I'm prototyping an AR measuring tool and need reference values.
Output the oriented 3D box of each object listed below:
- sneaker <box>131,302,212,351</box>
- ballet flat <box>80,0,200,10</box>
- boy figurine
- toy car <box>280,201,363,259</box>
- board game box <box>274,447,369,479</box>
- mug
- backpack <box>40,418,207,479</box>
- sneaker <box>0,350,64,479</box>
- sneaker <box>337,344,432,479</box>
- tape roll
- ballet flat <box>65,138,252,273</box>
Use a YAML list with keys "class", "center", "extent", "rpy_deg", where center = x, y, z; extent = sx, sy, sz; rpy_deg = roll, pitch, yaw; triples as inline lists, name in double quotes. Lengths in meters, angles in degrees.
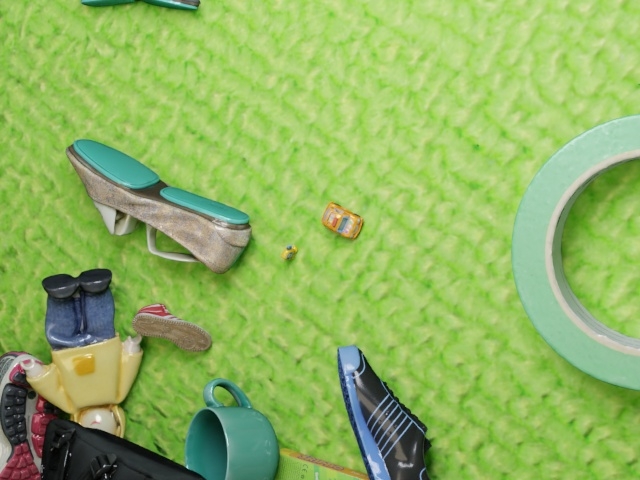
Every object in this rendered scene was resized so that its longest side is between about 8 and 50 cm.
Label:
- class: "sneaker"
  center: [-0.215, 0.125, 1.413]
  extent: [0.118, 0.067, 0.042]
  rpy_deg: [19, 99, -10]
- class: "ballet flat"
  center: [-0.262, -0.370, 1.384]
  extent: [0.203, 0.074, 0.074]
  rpy_deg: [8, 96, 24]
- class: "boy figurine"
  center: [-0.347, 0.188, 1.412]
  extent: [0.177, 0.092, 0.285]
  rpy_deg: [-6, 104, -17]
- class: "toy car"
  center: [0.000, 0.000, 1.310]
  extent: [0.060, 0.040, 0.122]
  rpy_deg: [47, 108, 14]
- class: "board game box"
  center: [0.049, 0.379, 1.315]
  extent: [0.259, 0.039, 0.124]
  rpy_deg: [13, 98, 24]
- class: "mug"
  center: [-0.113, 0.282, 1.330]
  extent: [0.129, 0.097, 0.158]
  rpy_deg: [25, 105, 55]
- class: "backpack"
  center: [-0.281, 0.456, 1.288]
  extent: [0.290, 0.273, 0.356]
  rpy_deg: [9, 74, 45]
- class: "sneaker"
  center: [-0.462, 0.318, 1.495]
  extent: [0.112, 0.120, 0.299]
  rpy_deg: [19, 103, 50]
- class: "sneaker"
  center: [0.090, 0.242, 1.274]
  extent: [0.090, 0.081, 0.232]
  rpy_deg: [-16, 75, -8]
- class: "tape roll"
  center: [0.389, 0.013, 1.130]
  extent: [0.321, 0.077, 0.321]
  rpy_deg: [1, 93, 22]
- class: "ballet flat"
  center: [-0.247, -0.041, 1.380]
  extent: [0.316, 0.107, 0.106]
  rpy_deg: [27, 110, 20]
